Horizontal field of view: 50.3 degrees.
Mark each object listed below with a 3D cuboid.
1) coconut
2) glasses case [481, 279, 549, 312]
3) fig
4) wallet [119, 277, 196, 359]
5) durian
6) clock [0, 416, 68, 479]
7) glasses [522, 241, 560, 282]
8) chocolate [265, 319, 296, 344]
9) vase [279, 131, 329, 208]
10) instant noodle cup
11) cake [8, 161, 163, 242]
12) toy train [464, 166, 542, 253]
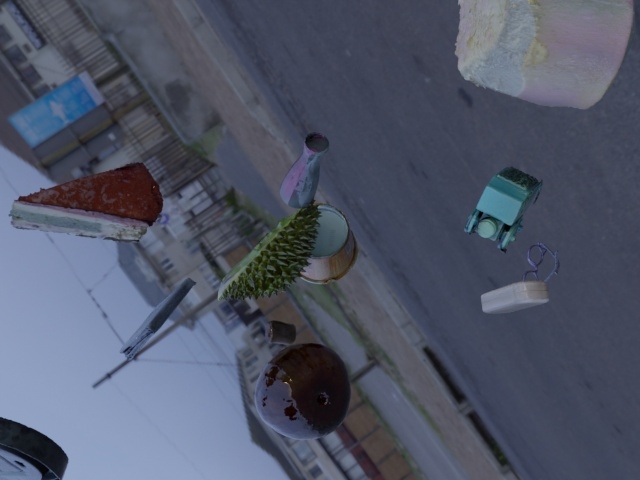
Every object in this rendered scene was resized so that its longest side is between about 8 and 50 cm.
[{"bbox_3d":[0.427,-0.394,1.256,0.297,0.310,0.297,-175,90,-76],"label":"coconut"},{"bbox_3d":[0.424,0.126,1.498,0.196,0.083,0.050,138,128,-70],"label":"glasses case"},{"bbox_3d":[-0.042,0.361,1.628,0.215,0.235,0.235,-18,114,38],"label":"fig"},{"bbox_3d":[-0.376,0.181,1.559,0.036,0.167,0.222,41,141,-7],"label":"wallet"},{"bbox_3d":[-0.112,0.015,1.714,0.170,0.355,0.157,18,142,37],"label":"durian"},{"bbox_3d":[-0.749,0.500,1.598,0.061,0.313,0.312,-77,-32,-41],"label":"clock"},{"bbox_3d":[0.561,0.066,1.675,0.063,0.139,0.104,22,164,-28],"label":"glasses"},{"bbox_3d":[-0.099,0.245,1.816,0.101,0.031,0.064,16,-118,-40],"label":"chocolate"},{"bbox_3d":[-0.033,-0.163,1.578,0.086,0.086,0.214,53,151,16],"label":"vase"},{"bbox_3d":[0.000,0.000,1.942,0.215,0.216,0.172,53,170,17],"label":"instant noodle cup"},{"bbox_3d":[-0.354,-0.036,1.071,0.116,0.221,0.086,54,137,10],"label":"cake"},{"bbox_3d":[0.412,-0.076,1.529,0.112,0.162,0.203,28,-154,16],"label":"toy train"}]
